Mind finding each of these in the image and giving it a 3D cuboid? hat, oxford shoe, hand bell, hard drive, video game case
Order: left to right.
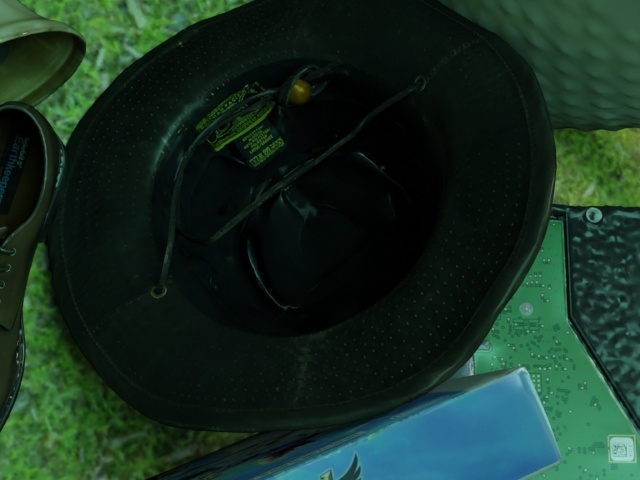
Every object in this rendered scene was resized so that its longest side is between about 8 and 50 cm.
[{"bbox_3d":[-0.249,-0.188,1.042,0.126,0.126,0.242,-24,77,-25],"label":"hand bell"},{"bbox_3d":[-0.203,0.025,1.001,0.083,0.096,0.227,11,76,-1],"label":"oxford shoe"},{"bbox_3d":[-0.044,0.150,0.971,0.269,0.244,0.061,-20,89,-25],"label":"video game case"},{"bbox_3d":[0.000,0.000,1.049,0.331,0.331,0.134,-60,144,-21],"label":"hat"},{"bbox_3d":[0.240,0.098,1.092,0.339,0.064,0.237,1,72,-5],"label":"hard drive"}]

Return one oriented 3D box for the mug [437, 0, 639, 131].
[{"bbox_3d":[0.223,-0.170,1.100,0.374,0.328,0.276,44,67,-11],"label":"mug"}]
